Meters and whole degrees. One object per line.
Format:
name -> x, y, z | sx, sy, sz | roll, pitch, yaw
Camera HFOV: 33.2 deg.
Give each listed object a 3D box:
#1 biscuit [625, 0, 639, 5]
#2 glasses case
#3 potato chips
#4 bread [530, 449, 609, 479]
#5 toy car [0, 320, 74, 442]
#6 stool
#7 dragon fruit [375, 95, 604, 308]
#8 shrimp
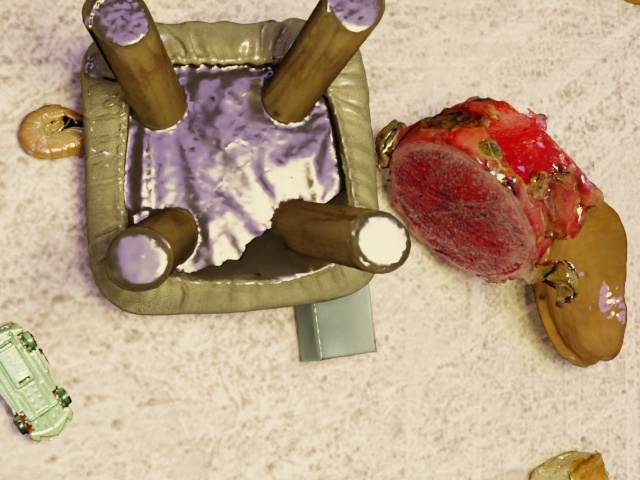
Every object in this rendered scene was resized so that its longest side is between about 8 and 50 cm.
biscuit -> 0.481, -0.404, 1.487 | 0.142, 0.029, 0.221 | 44, 68, -13
glasses case -> 0.000, 0.000, 1.208 | 0.105, 0.056, 0.266 | -1, 83, -49
potato chips -> 0.314, 0.054, 1.321 | 0.208, 0.062, 0.195 | 49, 60, -33
bread -> 0.305, 0.299, 1.289 | 0.070, 0.076, 0.083 | -19, 91, -37
toy car -> -0.291, 0.141, 1.059 | 0.059, 0.035, 0.122 | -34, 106, -24
stool -> -0.073, -0.087, 1.037 | 0.310, 0.226, 0.310 | -5, 86, -13
dragon fruit -> 0.200, -0.060, 1.213 | 0.282, 0.211, 0.147 | 38, 60, 7
shrimp -> -0.260, -0.116, 1.115 | 0.108, 0.023, 0.059 | -12, 80, -26
